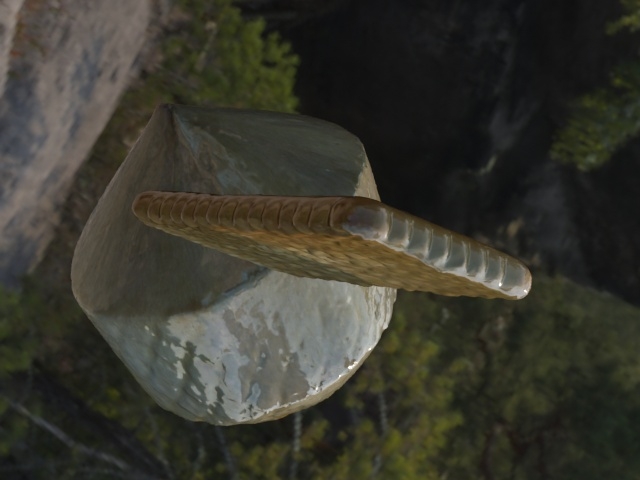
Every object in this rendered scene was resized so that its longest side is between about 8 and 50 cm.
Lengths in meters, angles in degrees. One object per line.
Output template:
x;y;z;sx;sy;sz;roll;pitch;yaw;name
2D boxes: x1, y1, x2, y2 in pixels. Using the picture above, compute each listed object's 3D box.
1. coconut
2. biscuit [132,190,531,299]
-0.078;0.005;1.194;0.329;0.329;0.329;-33;139;-34;coconut
0.000;-0.001;0.829;0.160;0.249;0.030;21;80;-36;biscuit
